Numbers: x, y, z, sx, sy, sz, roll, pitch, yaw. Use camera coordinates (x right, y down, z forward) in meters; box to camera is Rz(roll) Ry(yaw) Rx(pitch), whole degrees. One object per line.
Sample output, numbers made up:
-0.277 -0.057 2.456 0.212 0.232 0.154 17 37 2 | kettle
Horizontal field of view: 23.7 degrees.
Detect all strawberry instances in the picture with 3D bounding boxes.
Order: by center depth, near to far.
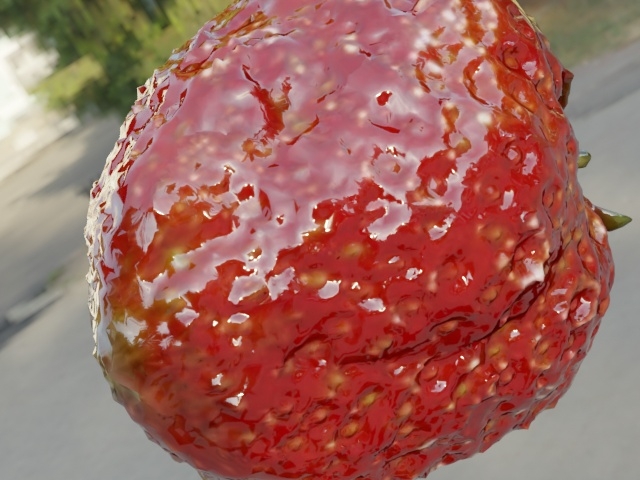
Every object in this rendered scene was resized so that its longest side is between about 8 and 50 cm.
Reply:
0.000 0.000 0.713 0.257 0.257 0.277 -22 4 38 | strawberry

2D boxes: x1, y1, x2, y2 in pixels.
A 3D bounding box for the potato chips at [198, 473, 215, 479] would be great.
-0.049 0.163 1.224 0.049 0.201 0.150 -13 15 27 | potato chips
